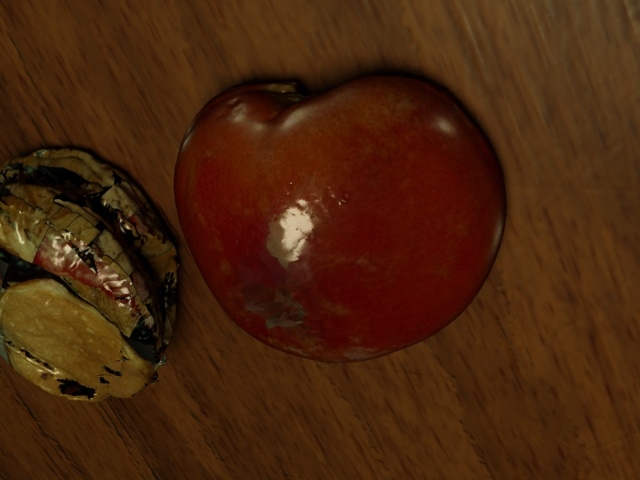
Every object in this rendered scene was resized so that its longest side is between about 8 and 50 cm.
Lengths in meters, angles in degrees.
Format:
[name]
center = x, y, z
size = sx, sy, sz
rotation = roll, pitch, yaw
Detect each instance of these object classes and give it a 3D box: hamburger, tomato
[hamburger]
center = -0.214, 0.038, 0.713
size = 0.231, 0.107, 0.231
rotation = 12, 129, 15
[tomato]
center = 0.000, 0.000, 0.567
size = 0.233, 0.139, 0.200
rotation = -4, 125, 26
